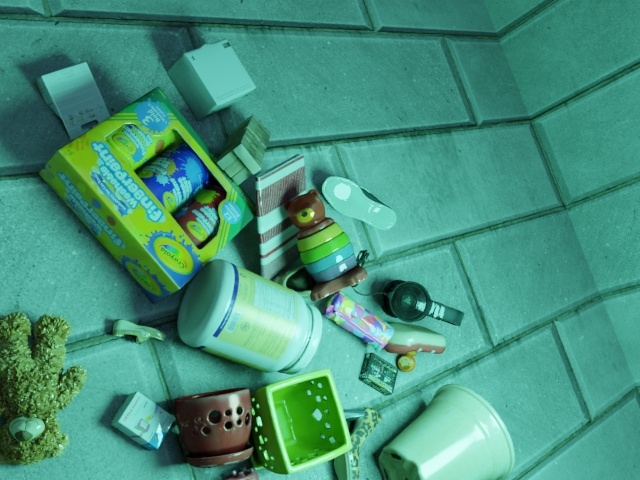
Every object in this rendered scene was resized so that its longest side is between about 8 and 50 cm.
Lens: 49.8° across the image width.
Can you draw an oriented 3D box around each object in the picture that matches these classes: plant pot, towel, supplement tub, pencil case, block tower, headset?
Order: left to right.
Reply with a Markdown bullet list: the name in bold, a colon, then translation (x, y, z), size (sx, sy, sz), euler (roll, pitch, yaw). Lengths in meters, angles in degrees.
- **plant pot**: translation (-0.263, 0.465, 1.719), size (0.191, 0.191, 0.174), euler (0, 80, -39)
- **block tower**: translation (-0.218, -0.269, 2.007), size (0.091, 0.097, 0.335), euler (49, 15, -18)
- **supplement tub**: translation (-0.185, 0.213, 1.844), size (0.331, 0.241, 0.241), euler (27, 57, -29)
- **towel**: translation (-0.115, -0.069, 2.019), size (0.237, 0.037, 0.329), euler (-38, 134, -50)
- **plant pot**: translation (-0.086, 0.485, 1.837), size (0.227, 0.207, 0.228), euler (-7, 77, -40)
- **pencil case**: translation (0.115, 0.252, 2.153), size (0.236, 0.104, 0.104), euler (33, 54, -13)
- **headset**: translation (0.284, 0.170, 2.252), size (0.394, 0.243, 0.185), euler (18, 86, -6)
- **plant pot**: translation (0.357, 0.652, 2.089), size (0.305, 0.334, 0.334), euler (-23, 87, -31)

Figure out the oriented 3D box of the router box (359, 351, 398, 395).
- **router box**: translation (0.187, 0.426, 2.199), size (0.122, 0.038, 0.092), euler (35, 53, -23)

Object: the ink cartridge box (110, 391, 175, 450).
- **ink cartridge box**: translation (-0.431, 0.438, 1.677), size (0.122, 0.052, 0.088), euler (41, 52, -18)

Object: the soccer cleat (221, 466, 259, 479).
- **soccer cleat**: translation (-0.253, 0.643, 1.724), size (0.248, 0.083, 0.095), euler (-6, 81, -44)

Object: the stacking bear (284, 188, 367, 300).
- **stacking bear**: translation (0.000, 0.000, 1.982), size (0.289, 0.175, 0.164), euler (65, 13, -5)

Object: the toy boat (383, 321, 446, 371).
- **toy boat**: translation (0.294, 0.359, 2.269), size (0.231, 0.151, 0.151), euler (13, 93, -35)

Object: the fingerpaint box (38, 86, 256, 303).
- **fingerpaint box**: translation (-0.435, -0.126, 1.830), size (0.445, 0.163, 0.371), euler (52, 48, -10)

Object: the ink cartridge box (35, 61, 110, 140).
- **ink cartridge box**: translation (-0.656, -0.372, 1.848), size (0.145, 0.045, 0.179), euler (-36, 114, -43)

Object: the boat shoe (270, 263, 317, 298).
- **boat shoe**: translation (-0.011, 0.117, 2.115), size (0.341, 0.110, 0.122), euler (-21, 86, -42)

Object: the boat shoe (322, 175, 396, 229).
- **boat shoe**: translation (0.120, -0.131, 2.343), size (0.302, 0.091, 0.114), euler (34, 98, -26)

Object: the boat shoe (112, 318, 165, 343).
- **boat shoe**: translation (-0.460, 0.238, 1.742), size (0.135, 0.050, 0.045), euler (20, 64, -21)

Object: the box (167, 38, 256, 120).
- **box**: translation (-0.329, -0.489, 2.098), size (0.181, 0.119, 0.182), euler (-36, 96, -42)

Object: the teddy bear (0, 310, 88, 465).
- **teddy bear**: translation (-0.639, 0.316, 1.519), size (0.245, 0.113, 0.338), euler (26, 57, -26)

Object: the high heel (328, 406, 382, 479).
- **high heel**: translation (0.130, 0.619, 2.031), size (0.186, 0.093, 0.261), euler (6, 59, -31)
